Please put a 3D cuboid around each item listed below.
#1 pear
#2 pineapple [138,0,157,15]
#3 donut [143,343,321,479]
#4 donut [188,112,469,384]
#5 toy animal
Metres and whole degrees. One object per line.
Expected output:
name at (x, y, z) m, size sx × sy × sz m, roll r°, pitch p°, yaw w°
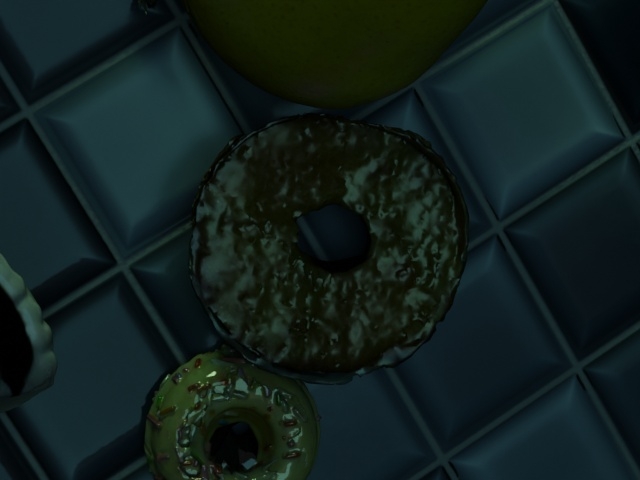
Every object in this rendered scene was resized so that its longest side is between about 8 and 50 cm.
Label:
pear at (0.031, -0.249, 1.321) m, size 0.285 × 0.336 × 0.285 m, roll -27°, pitch 129°, yaw -39°
pineapple at (-0.146, -0.270, 1.425) m, size 0.058 × 0.058 × 0.124 m, roll 19°, pitch 101°, yaw -15°
donut at (-0.079, 0.185, 1.455) m, size 0.174 × 0.068 × 0.175 m, roll -1°, pitch 94°, yaw -15°
donut at (0.000, 0.000, 1.450) m, size 0.272 × 0.107 × 0.272 m, roll -2°, pitch 98°, yaw -17°
toy animal at (-0.347, 0.091, 1.319) m, size 0.208 × 0.204 × 0.156 m, roll -13°, pitch 82°, yaw -32°
